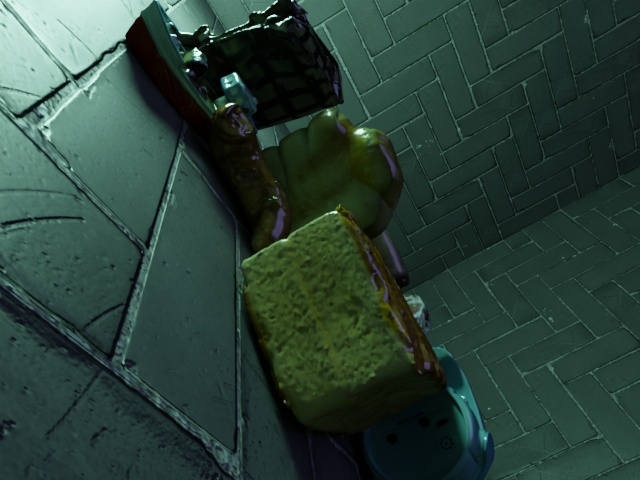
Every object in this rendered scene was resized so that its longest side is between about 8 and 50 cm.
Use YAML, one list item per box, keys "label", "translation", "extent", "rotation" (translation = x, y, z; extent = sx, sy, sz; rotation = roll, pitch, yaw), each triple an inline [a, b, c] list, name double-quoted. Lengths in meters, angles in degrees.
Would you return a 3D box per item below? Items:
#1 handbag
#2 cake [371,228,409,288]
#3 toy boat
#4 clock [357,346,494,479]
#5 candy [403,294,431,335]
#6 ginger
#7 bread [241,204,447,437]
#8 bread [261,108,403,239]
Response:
- label: "handbag"
  translation: [-0.139, -0.402, 1.099]
  extent: [0.327, 0.326, 0.162]
  rotation: [36, 43, -66]
- label: "cake"
  translation: [0.099, 0.064, 1.272]
  extent: [0.229, 0.237, 0.309]
  rotation: [66, 7, 14]
- label: "toy boat"
  translation: [-0.234, -0.319, 0.914]
  extent: [0.332, 0.133, 0.145]
  rotation: [50, 14, -49]
- label: "clock"
  translation: [0.171, 0.331, 0.778]
  extent: [0.094, 0.224, 0.274]
  rotation: [54, 11, -37]
- label: "candy"
  translation: [0.310, 0.310, 1.757]
  extent: [0.157, 0.215, 0.289]
  rotation: [63, 10, -8]
- label: "ginger"
  translation: [-0.133, -0.111, 0.894]
  extent: [0.133, 0.107, 0.309]
  rotation: [138, -72, -80]
- label: "bread"
  translation: [0.042, 0.140, 0.725]
  extent: [0.278, 0.207, 0.279]
  rotation: [66, 9, 27]
- label: "bread"
  translation: [0.019, -0.116, 1.033]
  extent: [0.300, 0.341, 0.210]
  rotation: [56, 15, 6]
